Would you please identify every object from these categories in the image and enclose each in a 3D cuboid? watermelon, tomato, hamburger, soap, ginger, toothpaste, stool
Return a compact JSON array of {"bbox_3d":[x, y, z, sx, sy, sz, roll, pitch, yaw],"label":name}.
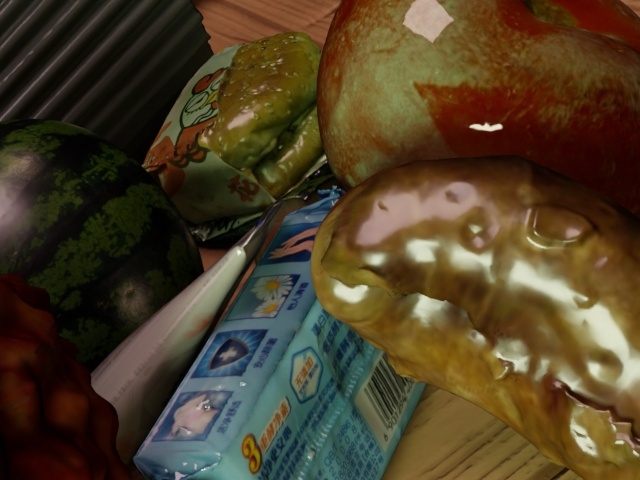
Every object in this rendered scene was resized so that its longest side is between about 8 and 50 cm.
[{"bbox_3d":[-0.221,0.037,1.127,0.269,0.269,0.269,-18,33,12],"label":"watermelon"},{"bbox_3d":[0.121,-0.086,1.079,0.270,0.270,0.222,-91,26,-56],"label":"tomato"},{"bbox_3d":[-0.046,-0.103,1.314,0.235,0.125,0.214,-16,41,39],"label":"hamburger"},{"bbox_3d":[-0.011,0.103,0.968,0.077,0.156,0.293,-4,37,34],"label":"soap"},{"bbox_3d":[0.150,0.050,0.889,0.321,0.165,0.172,31,40,18],"label":"ginger"},{"bbox_3d":[0.000,0.000,1.181,0.125,0.135,0.094,-18,69,6],"label":"watermelon"},{"bbox_3d":[-0.130,0.103,0.997,0.323,0.066,0.100,-51,0,16],"label":"toothpaste"},{"bbox_3d":[-0.311,-0.126,1.390,0.297,0.297,0.330,6,48,40],"label":"stool"}]

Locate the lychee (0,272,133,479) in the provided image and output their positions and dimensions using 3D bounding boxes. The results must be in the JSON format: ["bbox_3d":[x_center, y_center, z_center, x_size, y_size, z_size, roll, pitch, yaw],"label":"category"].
[{"bbox_3d":[-0.309,0.216,0.780,0.424,0.425,0.499,35,99,54],"label":"lychee"}]
